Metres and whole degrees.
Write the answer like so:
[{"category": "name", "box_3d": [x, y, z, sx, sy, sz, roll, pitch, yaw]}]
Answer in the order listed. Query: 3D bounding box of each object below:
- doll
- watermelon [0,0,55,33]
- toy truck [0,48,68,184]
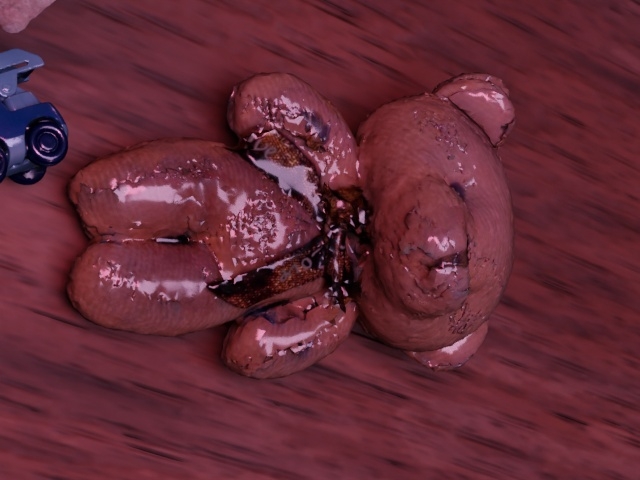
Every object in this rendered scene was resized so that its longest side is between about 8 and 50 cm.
[{"category": "doll", "box_3d": [0.000, 0.000, 1.212, 0.303, 0.156, 0.201, -5, 104, -30]}, {"category": "watermelon", "box_3d": [-0.129, -0.242, 0.955, 0.310, 0.193, 0.231, -6, 79, -46]}, {"category": "toy truck", "box_3d": [-0.211, -0.056, 1.113, 0.136, 0.063, 0.074, -23, 88, -30]}]
